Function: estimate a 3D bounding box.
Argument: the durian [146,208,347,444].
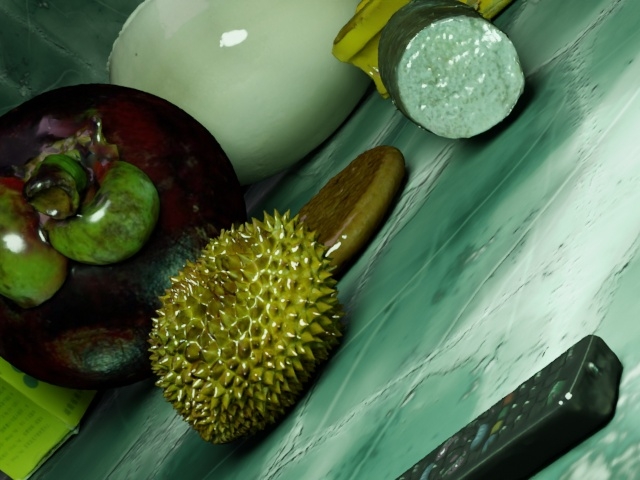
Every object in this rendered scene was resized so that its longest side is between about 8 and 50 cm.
[{"bbox_3d":[-0.056,0.066,1.230,0.158,0.137,0.168,103,-172,-69],"label":"durian"}]

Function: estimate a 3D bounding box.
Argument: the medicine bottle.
[{"bbox_3d":[-0.384,0.139,1.969,0.141,0.250,0.137,-44,12,37],"label":"medicine bottle"}]

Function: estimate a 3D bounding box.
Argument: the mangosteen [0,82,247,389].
[{"bbox_3d":[-0.233,-0.020,1.659,0.306,0.306,0.359,-51,-31,-8],"label":"mangosteen"}]

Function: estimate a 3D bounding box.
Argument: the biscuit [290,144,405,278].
[{"bbox_3d":[0.000,0.000,1.463,0.212,0.036,0.212,-46,12,13],"label":"biscuit"}]

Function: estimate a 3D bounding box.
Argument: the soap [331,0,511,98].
[{"bbox_3d":[0.158,-0.289,1.678,0.324,0.096,0.204,-40,13,43],"label":"soap"}]

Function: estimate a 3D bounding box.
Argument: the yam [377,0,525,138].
[{"bbox_3d":[0.100,-0.144,1.386,0.106,0.106,0.259,-48,7,8],"label":"yam"}]

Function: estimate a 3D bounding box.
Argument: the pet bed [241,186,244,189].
[{"bbox_3d":[-0.168,-0.037,2.247,0.201,0.053,0.201,-42,9,8],"label":"pet bed"}]

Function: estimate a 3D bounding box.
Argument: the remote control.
[{"bbox_3d":[0.052,0.126,0.837,0.245,0.025,0.063,-42,11,36],"label":"remote control"}]

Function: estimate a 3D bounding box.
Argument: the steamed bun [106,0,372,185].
[{"bbox_3d":[-0.071,-0.188,1.878,0.324,0.206,0.324,-39,-12,-10],"label":"steamed bun"}]
